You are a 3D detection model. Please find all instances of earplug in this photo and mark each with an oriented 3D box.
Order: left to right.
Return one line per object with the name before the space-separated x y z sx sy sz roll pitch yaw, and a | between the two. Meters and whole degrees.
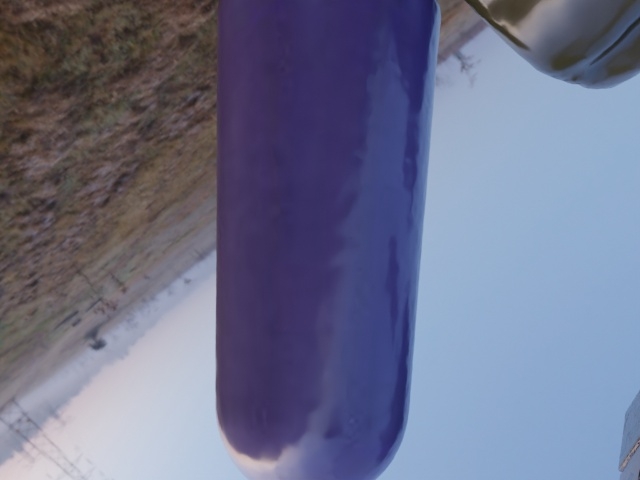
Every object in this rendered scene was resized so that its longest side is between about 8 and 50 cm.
earplug | 0.000 0.000 0.536 0.215 0.215 0.456 161 -67 -69

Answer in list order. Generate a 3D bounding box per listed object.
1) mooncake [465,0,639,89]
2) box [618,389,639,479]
mooncake | 0.240 -0.341 0.545 0.201 0.378 0.378 -41 -173 45
box | 0.443 0.306 0.686 0.264 0.115 0.415 88 27 -42
